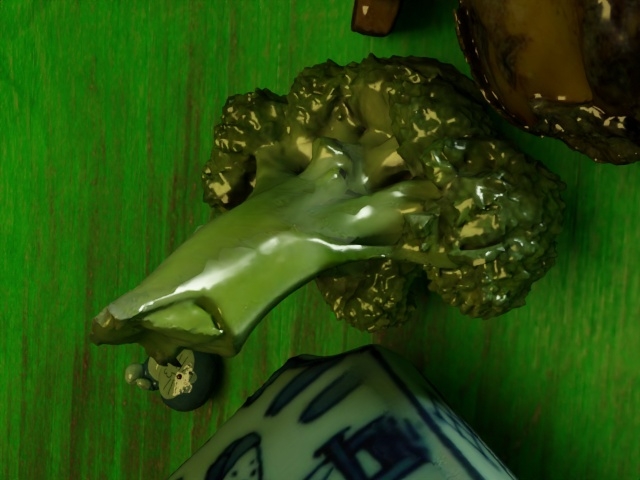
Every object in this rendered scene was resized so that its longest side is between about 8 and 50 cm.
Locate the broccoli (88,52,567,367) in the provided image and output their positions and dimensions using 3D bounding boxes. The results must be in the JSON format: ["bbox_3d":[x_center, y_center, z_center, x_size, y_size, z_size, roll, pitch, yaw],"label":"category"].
[{"bbox_3d":[0.029,0.001,0.577,0.254,0.302,0.186,-6,128,11],"label":"broccoli"}]

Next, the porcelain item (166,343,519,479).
[{"bbox_3d":[0.009,0.230,0.564,0.281,0.157,0.286,-43,36,3],"label":"porcelain item"}]

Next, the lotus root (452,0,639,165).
[{"bbox_3d":[0.170,-0.243,0.492,0.195,0.179,0.398,9,95,35],"label":"lotus root"}]

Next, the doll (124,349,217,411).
[{"bbox_3d":[-0.132,0.118,0.825,0.083,0.050,0.076,30,91,34],"label":"doll"}]

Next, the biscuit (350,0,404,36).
[{"bbox_3d":[0.055,-0.253,0.578,0.043,0.301,0.278,7,61,0],"label":"biscuit"}]
